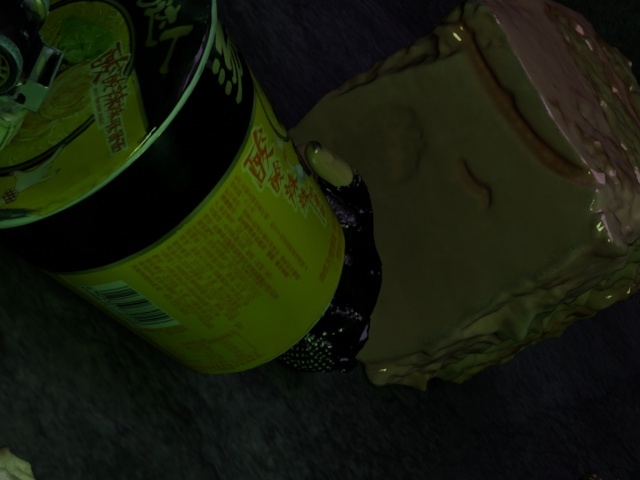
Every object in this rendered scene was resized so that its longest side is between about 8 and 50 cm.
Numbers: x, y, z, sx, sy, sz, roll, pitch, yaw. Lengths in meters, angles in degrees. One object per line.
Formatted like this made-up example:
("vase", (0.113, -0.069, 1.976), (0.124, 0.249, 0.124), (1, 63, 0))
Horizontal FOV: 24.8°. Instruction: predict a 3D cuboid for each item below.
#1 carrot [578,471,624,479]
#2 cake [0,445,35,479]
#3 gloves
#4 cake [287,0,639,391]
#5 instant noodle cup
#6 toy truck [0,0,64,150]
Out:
("carrot", (0.282, 0.348, 1.338), (0.102, 0.102, 0.263), (36, 32, -44))
("cake", (-0.184, 0.141, 0.556), (0.135, 0.134, 0.147), (42, 16, -35))
("gloves", (0.002, 0.002, 1.096), (0.106, 0.181, 0.129), (20, 45, 8))
("cake", (0.157, -0.042, 1.339), (0.307, 0.314, 0.293), (-4, 60, -56))
("instant noodle cup", (-0.101, -0.033, 0.910), (0.236, 0.215, 0.215), (51, 19, -43))
("toy truck", (-0.241, -0.105, 0.775), (0.191, 0.116, 0.085), (23, 32, -14))
